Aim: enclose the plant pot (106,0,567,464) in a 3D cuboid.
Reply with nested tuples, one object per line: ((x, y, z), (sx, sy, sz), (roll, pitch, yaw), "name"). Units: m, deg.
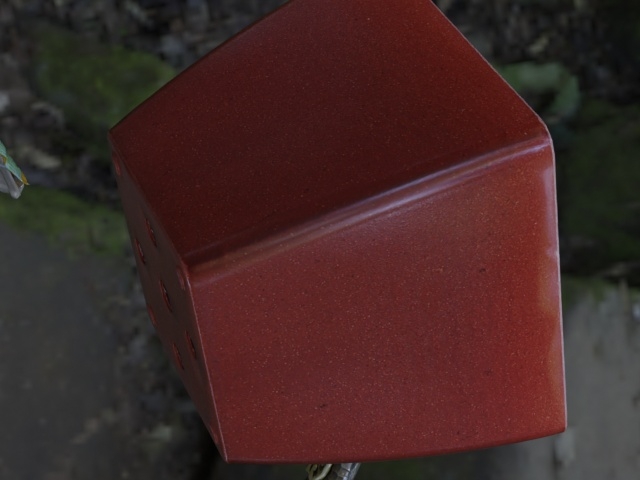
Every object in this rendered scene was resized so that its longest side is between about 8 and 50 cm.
((0.000, 0.000, 1.239), (0.267, 0.236, 0.267), (-123, -161, -49), "plant pot")

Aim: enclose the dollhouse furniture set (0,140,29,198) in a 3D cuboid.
((-0.278, -0.086, 1.312), (0.076, 0.152, 0.058), (75, 34, -58), "dollhouse furniture set")

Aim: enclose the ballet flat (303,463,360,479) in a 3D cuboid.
((-0.025, 0.249, 1.647), (0.058, 0.250, 0.084), (33, 49, 0), "ballet flat")
